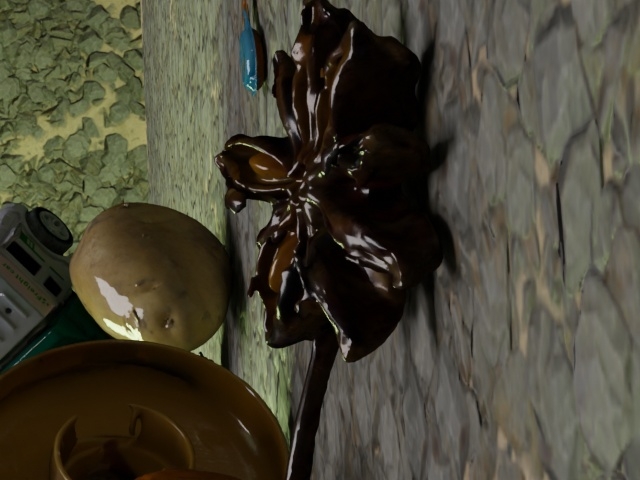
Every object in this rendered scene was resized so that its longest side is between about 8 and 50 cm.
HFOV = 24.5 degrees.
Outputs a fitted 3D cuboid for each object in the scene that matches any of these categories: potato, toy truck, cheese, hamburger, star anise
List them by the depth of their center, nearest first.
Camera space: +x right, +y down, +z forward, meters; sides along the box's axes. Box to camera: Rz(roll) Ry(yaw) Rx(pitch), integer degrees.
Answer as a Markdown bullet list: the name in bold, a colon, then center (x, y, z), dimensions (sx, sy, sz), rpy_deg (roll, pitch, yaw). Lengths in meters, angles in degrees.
- **star anise**: center (-0.003, 0.002, 0.677), dimensions (0.234, 0.073, 0.177), rpy_deg (-66, 31, 32)
- **hamburger**: center (-0.153, 0.225, 1.074), dimensions (0.274, 0.274, 0.212), rpy_deg (-103, 21, -48)
- **cheese**: center (-0.057, -0.158, 1.170), dimensions (0.047, 0.017, 0.111), rpy_deg (105, 161, -51)
- **potato**: center (-0.166, 0.032, 1.427), dimensions (0.235, 0.161, 0.128), rpy_deg (-89, 0, -70)
- **toy truck**: center (-0.249, 0.135, 1.539), dimensions (0.363, 0.176, 0.178), rpy_deg (47, -165, -6)

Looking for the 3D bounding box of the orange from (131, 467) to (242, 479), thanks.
- **orange**: center (-0.067, 0.222, 0.815), dimensions (0.161, 0.193, 0.193), rpy_deg (127, 140, -86)
